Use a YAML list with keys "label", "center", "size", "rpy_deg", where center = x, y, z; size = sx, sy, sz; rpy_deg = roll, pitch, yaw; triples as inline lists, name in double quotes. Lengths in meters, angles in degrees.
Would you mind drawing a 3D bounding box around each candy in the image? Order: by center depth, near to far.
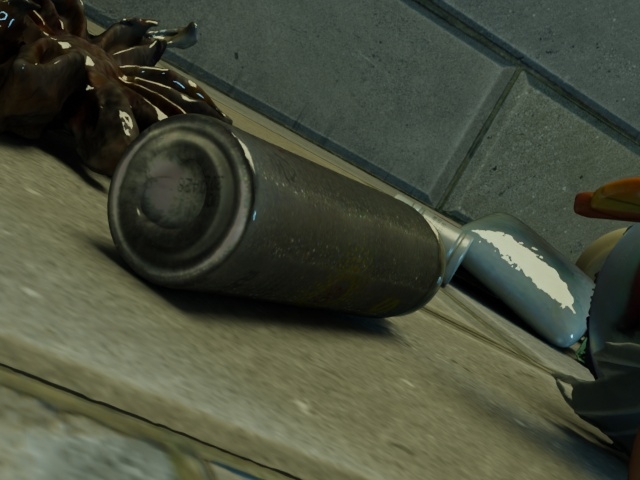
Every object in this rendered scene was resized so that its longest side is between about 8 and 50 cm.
- label: "candy"
  center: [0.228, 0.038, 1.152]
  size: [0.174, 0.071, 0.138]
  rpy_deg: [42, 29, 18]

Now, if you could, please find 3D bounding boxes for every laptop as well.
- label: "laptop"
  center: [0.175, 0.034, 1.289]
  size: [0.154, 0.026, 0.207]
  rpy_deg: [27, 6, -6]

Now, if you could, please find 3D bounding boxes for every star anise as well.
- label: "star anise"
  center: [-0.144, -0.100, 0.644]
  size: [0.230, 0.081, 0.262]
  rpy_deg: [30, 17, 3]

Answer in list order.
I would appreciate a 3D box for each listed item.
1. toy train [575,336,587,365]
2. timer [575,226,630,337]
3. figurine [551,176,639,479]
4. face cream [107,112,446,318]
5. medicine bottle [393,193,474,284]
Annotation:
- label: "toy train"
  center: [0.308, 0.130, 1.082]
  size: [0.093, 0.038, 0.056]
  rpy_deg: [34, 1, 35]
- label: "timer"
  center: [0.376, 0.084, 1.240]
  size: [0.175, 0.175, 0.266]
  rpy_deg: [31, 13, 9]
- label: "figurine"
  center: [0.254, 0.079, 0.511]
  size: [0.277, 0.248, 0.388]
  rpy_deg: [27, -3, -4]
- label: "face cream"
  center: [0.000, 0.000, 0.551]
  size: [0.073, 0.073, 0.283]
  rpy_deg: [33, 7, 24]
- label: "medicine bottle"
  center: [0.103, -0.001, 1.079]
  size: [0.091, 0.058, 0.058]
  rpy_deg: [31, 7, 8]
